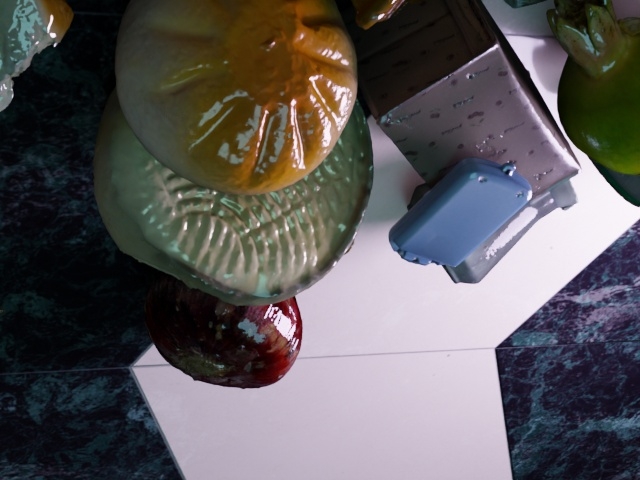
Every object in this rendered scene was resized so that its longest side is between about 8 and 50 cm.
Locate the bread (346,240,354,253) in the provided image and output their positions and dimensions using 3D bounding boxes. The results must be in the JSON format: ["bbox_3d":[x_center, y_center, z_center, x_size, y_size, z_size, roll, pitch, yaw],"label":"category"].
[{"bbox_3d":[0.000,0.000,2.080,0.110,0.060,0.066,-15,108,-11],"label":"bread"}]

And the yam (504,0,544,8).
[{"bbox_3d":[0.315,-0.359,1.830,0.179,0.078,0.078,-18,138,-7],"label":"yam"}]

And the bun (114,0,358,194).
[{"bbox_3d":[-0.085,-0.207,1.610,0.298,0.299,0.165,0,175,-24],"label":"bun"}]

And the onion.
[{"bbox_3d":[-0.141,0.109,2.031,0.246,0.190,0.246,8,144,6],"label":"onion"}]

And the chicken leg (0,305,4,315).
[{"bbox_3d":[-0.528,0.069,1.918,0.198,0.069,0.085,26,144,-33],"label":"chicken leg"}]

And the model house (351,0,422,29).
[{"bbox_3d":[0.086,-0.381,1.597,0.199,0.229,0.219,-39,138,25],"label":"model house"}]

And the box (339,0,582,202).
[{"bbox_3d":[0.181,-0.191,1.835,0.190,0.225,0.297,-32,137,13],"label":"box"}]

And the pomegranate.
[{"bbox_3d":[0.405,-0.220,1.845,0.236,0.236,0.302,-40,132,18],"label":"pomegranate"}]

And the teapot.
[{"bbox_3d":[0.249,-0.065,2.061,0.225,0.171,0.203,-33,108,1],"label":"teapot"}]

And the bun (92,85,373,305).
[{"bbox_3d":[-0.121,-0.092,1.789,0.364,0.202,0.364,-1,92,-24],"label":"bun"}]

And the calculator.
[{"bbox_3d":[0.182,-0.034,1.803,0.121,0.039,0.210,17,133,-33],"label":"calculator"}]

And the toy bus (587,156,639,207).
[{"bbox_3d":[0.571,-0.201,2.029,0.343,0.184,0.199,-44,152,23],"label":"toy bus"}]

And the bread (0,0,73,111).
[{"bbox_3d":[-0.431,-0.264,1.460,0.225,0.279,0.250,-47,129,-2],"label":"bread"}]
